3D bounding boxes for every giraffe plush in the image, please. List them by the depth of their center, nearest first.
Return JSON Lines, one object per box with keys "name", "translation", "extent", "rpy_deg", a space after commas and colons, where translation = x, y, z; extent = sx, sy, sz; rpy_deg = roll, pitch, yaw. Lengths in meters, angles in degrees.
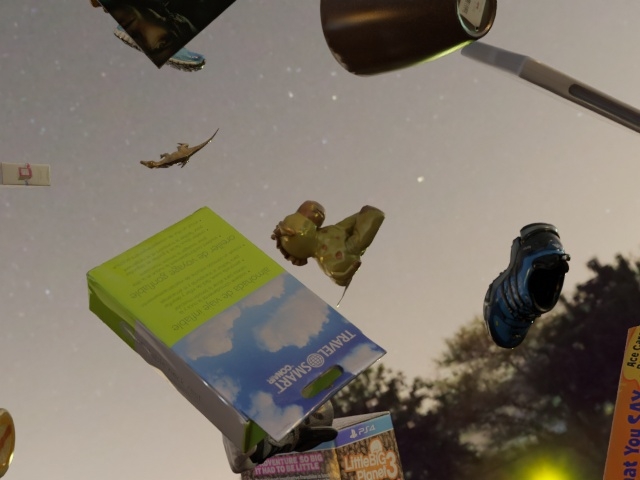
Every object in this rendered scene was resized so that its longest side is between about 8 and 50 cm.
{"name": "giraffe plush", "translation": [0.000, 0.000, 1.591], "extent": [0.210, 0.170, 0.181], "rpy_deg": [-61, -1, -39]}

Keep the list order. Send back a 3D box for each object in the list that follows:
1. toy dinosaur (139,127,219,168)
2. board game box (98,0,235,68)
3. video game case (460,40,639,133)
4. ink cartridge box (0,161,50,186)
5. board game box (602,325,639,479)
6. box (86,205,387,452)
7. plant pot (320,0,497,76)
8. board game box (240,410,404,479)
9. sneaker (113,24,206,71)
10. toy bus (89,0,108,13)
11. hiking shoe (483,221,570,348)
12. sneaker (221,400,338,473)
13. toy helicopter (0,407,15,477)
{"name": "toy dinosaur", "translation": [-0.298, -0.185, 1.857], "extent": [0.183, 0.053, 0.092], "rpy_deg": [-25, 11, -10]}
{"name": "board game box", "translation": [-0.103, -0.246, 0.690], "extent": [0.186, 0.026, 0.126], "rpy_deg": [-42, -55, 0]}
{"name": "video game case", "translation": [0.397, -0.236, 1.363], "extent": [0.329, 0.299, 0.036], "rpy_deg": [-108, 42, -72]}
{"name": "ink cartridge box", "translation": [-0.675, -0.142, 1.899], "extent": [0.088, 0.052, 0.122], "rpy_deg": [-4, -3, 39]}
{"name": "board game box", "translation": [0.475, 0.275, 0.697], "extent": [0.356, 0.356, 0.356], "rpy_deg": [-21, 26, 38]}
{"name": "box", "translation": [-0.058, 0.058, 0.573], "extent": [0.109, 0.178, 0.042], "rpy_deg": [-34, -31, -36]}
{"name": "plant pot", "translation": [0.154, -0.369, 1.363], "extent": [0.215, 0.215, 0.230], "rpy_deg": [-6, 11, -43]}
{"name": "board game box", "translation": [0.013, 0.440, 1.367], "extent": [0.232, 0.291, 0.141], "rpy_deg": [-18, -9, 41]}
{"name": "sneaker", "translation": [-0.258, -0.333, 1.410], "extent": [0.073, 0.162, 0.063], "rpy_deg": [-63, -4, 1]}
{"name": "toy bus", "translation": [-0.432, -0.555, 1.511], "extent": [0.130, 0.333, 0.108], "rpy_deg": [-16, -21, -9]}
{"name": "hiking shoe", "translation": [0.405, 0.114, 1.707], "extent": [0.113, 0.132, 0.304], "rpy_deg": [2, -54, -10]}
{"name": "sneaker", "translation": [-0.057, 0.235, 1.128], "extent": [0.153, 0.101, 0.268], "rpy_deg": [-18, -14, -9]}
{"name": "toy helicopter", "translation": [-0.391, 0.251, 0.867], "extent": [0.140, 0.235, 0.355], "rpy_deg": [-3, -2, 3]}
